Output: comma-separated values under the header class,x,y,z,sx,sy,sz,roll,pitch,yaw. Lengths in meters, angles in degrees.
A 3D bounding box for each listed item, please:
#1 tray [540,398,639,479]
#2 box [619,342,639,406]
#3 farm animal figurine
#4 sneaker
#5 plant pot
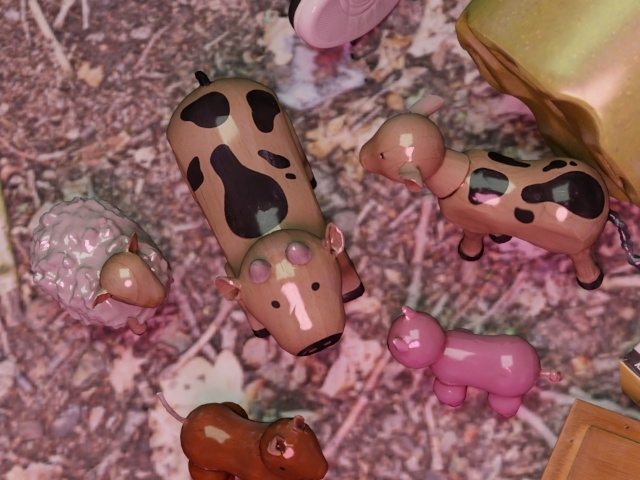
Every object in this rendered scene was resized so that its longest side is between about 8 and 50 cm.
class,x,y,z,sx,sy,sz,roll,pitch,yaw
tray,0.304,0.259,0.859,0.411,0.076,0.202,19,69,21
box,0.307,0.042,0.976,0.232,0.058,0.087,-39,62,-9
farm animal figurine,0.000,0.000,0.999,0.330,0.172,0.327,-39,62,-9
sneaker,0.022,-0.245,1.180,0.121,0.079,0.217,32,66,28
plant pot,0.238,-0.170,1.005,0.254,0.276,0.276,-44,63,2
